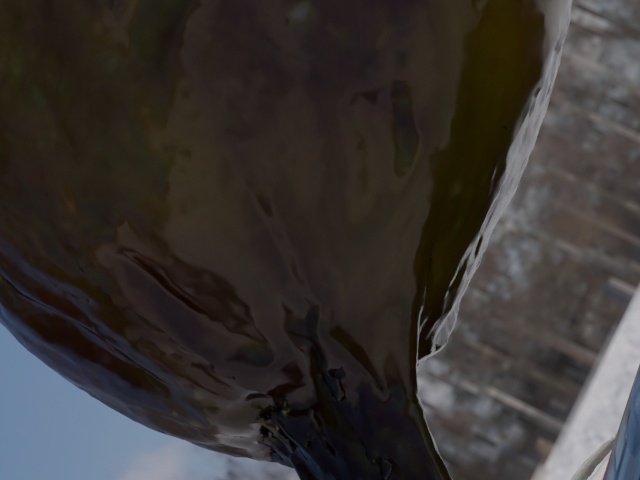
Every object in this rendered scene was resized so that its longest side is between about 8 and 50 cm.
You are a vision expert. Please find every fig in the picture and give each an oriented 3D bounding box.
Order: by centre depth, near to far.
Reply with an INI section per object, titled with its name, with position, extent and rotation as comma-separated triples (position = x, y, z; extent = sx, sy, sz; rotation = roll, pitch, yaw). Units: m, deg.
[fig]
position = -0.020, -0.019, 0.427
extent = 0.290, 0.191, 0.190
rotation = -92, 15, -50

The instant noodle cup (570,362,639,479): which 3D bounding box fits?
[instant noodle cup]
position = 0.176, 0.033, 0.463
extent = 0.244, 0.244, 0.255
rotation = -54, -24, -40
